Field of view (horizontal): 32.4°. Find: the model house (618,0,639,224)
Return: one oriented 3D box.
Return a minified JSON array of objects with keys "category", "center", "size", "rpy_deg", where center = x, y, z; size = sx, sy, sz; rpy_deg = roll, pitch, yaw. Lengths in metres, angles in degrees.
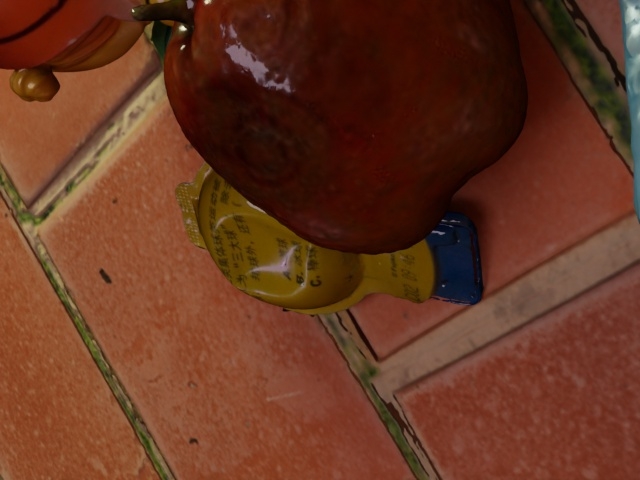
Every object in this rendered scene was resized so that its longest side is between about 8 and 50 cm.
[{"category":"model house","center":[0.279,-0.137,0.525],"size":[0.237,0.215,0.303],"rpy_deg":[-20,64,42]}]

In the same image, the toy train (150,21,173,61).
[{"category":"toy train","center":[-0.087,-0.156,0.902],"size":[0.149,0.081,0.099],"rpy_deg":[42,130,20]}]

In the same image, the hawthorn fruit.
[{"category":"hawthorn fruit","center":[0.002,-0.114,0.715],"size":[0.224,0.260,0.224],"rpy_deg":[-29,49,40]}]

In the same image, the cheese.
[{"category":"cheese","center":[0.000,0.000,0.888],"size":[0.270,0.069,0.177],"rpy_deg":[10,131,27]}]

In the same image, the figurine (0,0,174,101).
[{"category":"figurine","center":[-0.199,-0.262,0.855],"size":[0.323,0.196,0.320],"rpy_deg":[-53,53,23]}]
